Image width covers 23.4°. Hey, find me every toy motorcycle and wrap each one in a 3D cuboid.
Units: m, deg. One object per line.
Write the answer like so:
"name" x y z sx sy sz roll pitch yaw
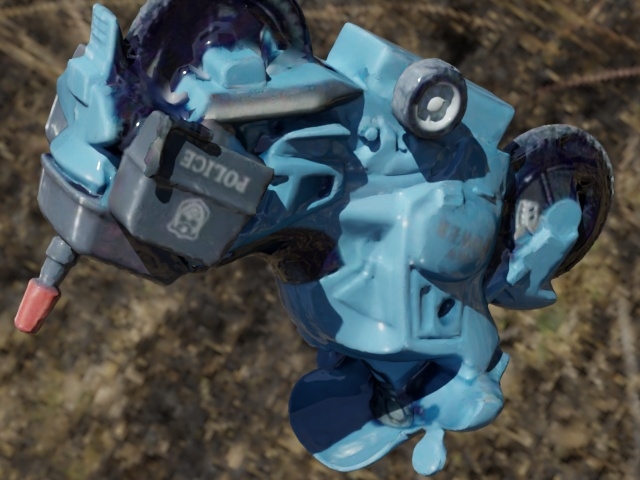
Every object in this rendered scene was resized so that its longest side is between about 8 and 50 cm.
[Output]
"toy motorcycle" 0.000 0.000 0.645 0.182 0.272 0.123 -62 35 9
